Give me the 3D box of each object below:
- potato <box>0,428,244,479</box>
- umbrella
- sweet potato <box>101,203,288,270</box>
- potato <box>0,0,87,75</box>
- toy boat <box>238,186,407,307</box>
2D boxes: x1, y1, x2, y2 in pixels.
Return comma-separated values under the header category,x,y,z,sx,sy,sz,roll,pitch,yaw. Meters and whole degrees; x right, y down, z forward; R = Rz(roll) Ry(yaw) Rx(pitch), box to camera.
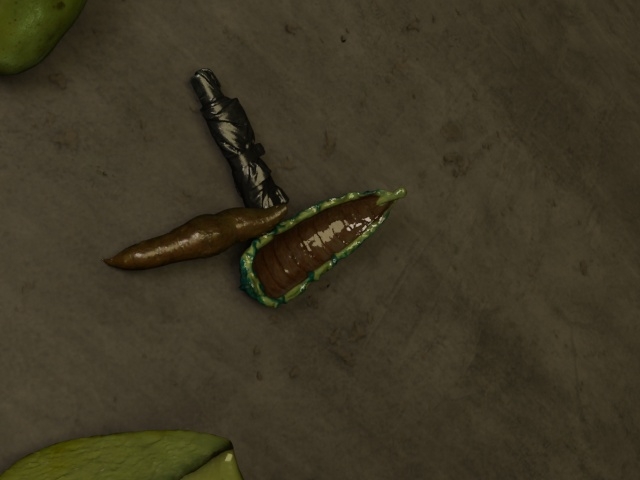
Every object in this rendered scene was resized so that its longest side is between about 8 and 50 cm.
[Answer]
category,x,y,z,sx,sy,sz,roll,pitch,yaw
potato,-0.265,0.410,1.341,0.330,0.213,0.280,-26,116,-40
umbrella,-0.127,-0.143,1.548,0.066,0.059,0.235,-39,106,-46
sweet potato,-0.172,-0.004,1.486,0.274,0.067,0.067,-17,93,-20
potato,-0.394,-0.367,1.334,0.216,0.216,0.304,24,70,-26
toy boat,-0.002,-0.001,1.584,0.293,0.099,0.108,-32,101,-22
